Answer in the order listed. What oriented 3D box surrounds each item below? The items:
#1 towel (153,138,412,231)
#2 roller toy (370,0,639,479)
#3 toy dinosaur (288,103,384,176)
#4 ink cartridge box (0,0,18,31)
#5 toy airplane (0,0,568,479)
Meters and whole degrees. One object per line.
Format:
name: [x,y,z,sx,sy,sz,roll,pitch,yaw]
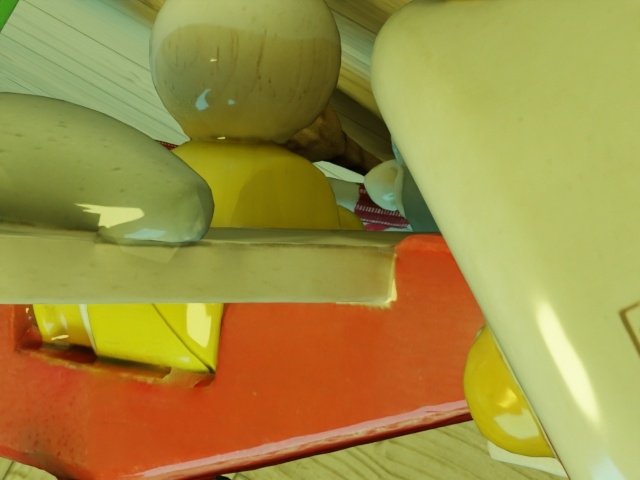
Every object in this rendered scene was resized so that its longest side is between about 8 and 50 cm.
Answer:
towel: [-0.013,-0.019,1.140,0.329,0.037,0.237,12,178,-15]
roller toy: [0.100,0.007,0.455,0.209,0.146,0.191,59,-176,-46]
toy dinosaur: [-0.005,-0.061,1.095,0.211,0.064,0.112,33,172,-36]
ink cartridge box: [-0.263,-0.164,0.996,0.208,0.153,0.087,34,174,-31]
toy airplane: [0.000,0.000,0.822,0.384,0.272,0.386,-10,169,-5]
